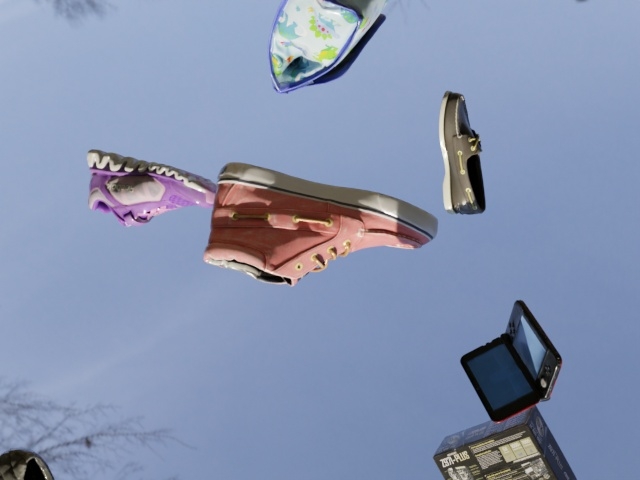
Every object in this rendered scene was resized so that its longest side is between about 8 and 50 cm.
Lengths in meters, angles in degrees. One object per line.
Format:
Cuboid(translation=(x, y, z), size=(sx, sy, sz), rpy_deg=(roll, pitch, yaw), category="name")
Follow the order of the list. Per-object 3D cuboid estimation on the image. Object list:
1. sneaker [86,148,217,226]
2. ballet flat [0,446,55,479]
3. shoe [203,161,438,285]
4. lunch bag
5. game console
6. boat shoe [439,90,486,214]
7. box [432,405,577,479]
Cuboid(translation=(-0.258, -0.066, 1.303), size=(0.236, 0.095, 0.104), rpy_deg=(12, -94, 27), category="sneaker")
Cuboid(translation=(-0.215, 0.243, 0.661), size=(0.057, 0.173, 0.049), rpy_deg=(-18, 180, -42), category="ballet flat")
Cuboid(translation=(0.000, 0.000, 0.676), size=(0.178, 0.063, 0.081), rpy_deg=(13, -103, -6), category="shoe")
Cuboid(translation=(0.010, -0.227, 0.873), size=(0.096, 0.151, 0.129), rpy_deg=(36, -125, -5), category="lunch bag")
Cuboid(translation=(0.284, 0.180, 1.309), size=(0.085, 0.124, 0.144), rpy_deg=(-4, -142, -16), category="game console")
Cuboid(translation=(0.259, -0.157, 1.560), size=(0.069, 0.227, 0.081), rpy_deg=(4, -159, 30), category="boat shoe")
Cuboid(translation=(0.301, 0.374, 1.424), size=(0.180, 0.147, 0.077), rpy_deg=(-29, -179, 29), category="box")
